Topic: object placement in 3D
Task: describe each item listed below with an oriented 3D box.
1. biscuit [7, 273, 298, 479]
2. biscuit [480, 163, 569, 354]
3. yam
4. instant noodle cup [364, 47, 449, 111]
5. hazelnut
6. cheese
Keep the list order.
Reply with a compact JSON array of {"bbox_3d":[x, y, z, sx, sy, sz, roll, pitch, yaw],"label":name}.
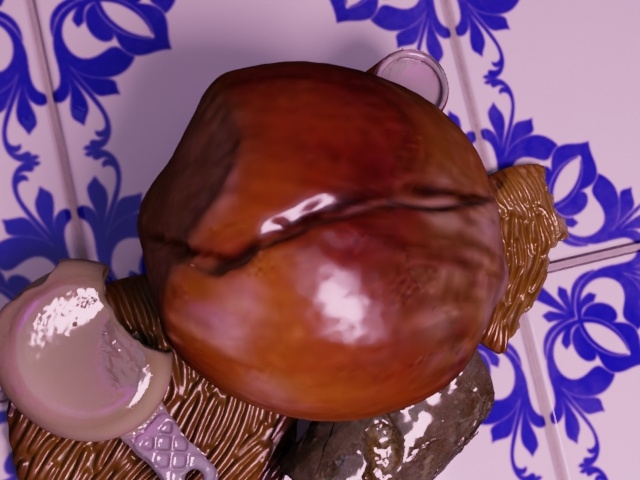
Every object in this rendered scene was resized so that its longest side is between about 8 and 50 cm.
[{"bbox_3d":[-0.180,0.193,0.945,0.318,0.040,0.317,1,83,-11],"label":"biscuit"},{"bbox_3d":[0.231,0.022,1.052,0.176,0.031,0.228,-7,84,-11],"label":"biscuit"},{"bbox_3d":[0.088,0.197,0.946,0.154,0.154,0.254,42,77,-4],"label":"yam"},{"bbox_3d":[0.084,-0.157,0.988,0.127,0.136,0.127,2,82,-11],"label":"instant noodle cup"},{"bbox_3d":[0.000,0.000,0.838,0.372,0.315,0.372,1,74,-3],"label":"hazelnut"},{"bbox_3d":[-0.210,0.155,0.885,0.163,0.082,0.286,-44,96,-12],"label":"cheese"}]
